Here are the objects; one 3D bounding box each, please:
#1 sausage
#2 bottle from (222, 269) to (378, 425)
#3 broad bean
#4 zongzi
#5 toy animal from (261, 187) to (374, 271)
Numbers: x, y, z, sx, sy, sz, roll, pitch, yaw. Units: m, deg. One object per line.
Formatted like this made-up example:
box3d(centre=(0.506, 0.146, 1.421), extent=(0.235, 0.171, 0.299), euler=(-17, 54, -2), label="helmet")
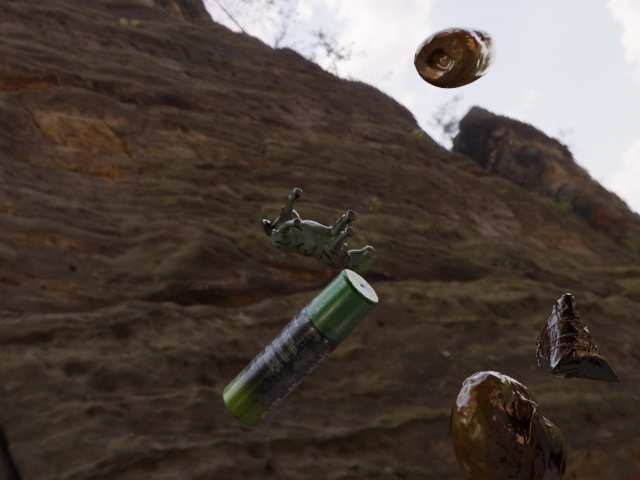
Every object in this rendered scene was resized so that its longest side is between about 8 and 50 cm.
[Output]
box3d(centre=(0.292, -0.375, 1.568), extent=(0.134, 0.116, 0.354), euler=(-41, -5, 27), label="sausage")
box3d(centre=(-0.038, 0.192, 1.363), extent=(0.330, 0.093, 0.093), euler=(-47, -31, 16), label="bottle")
box3d(centre=(0.244, 0.257, 0.987), extent=(0.228, 0.122, 0.156), euler=(53, -127, -38), label="broad bean")
box3d(centre=(0.219, 0.100, 0.685), extent=(0.073, 0.083, 0.067), euler=(-3, -49, -38), label="zongzi")
box3d(centre=(0.013, -0.005, 1.497), extent=(0.255, 0.090, 0.170), euler=(28, -36, -25), label="toy animal")
